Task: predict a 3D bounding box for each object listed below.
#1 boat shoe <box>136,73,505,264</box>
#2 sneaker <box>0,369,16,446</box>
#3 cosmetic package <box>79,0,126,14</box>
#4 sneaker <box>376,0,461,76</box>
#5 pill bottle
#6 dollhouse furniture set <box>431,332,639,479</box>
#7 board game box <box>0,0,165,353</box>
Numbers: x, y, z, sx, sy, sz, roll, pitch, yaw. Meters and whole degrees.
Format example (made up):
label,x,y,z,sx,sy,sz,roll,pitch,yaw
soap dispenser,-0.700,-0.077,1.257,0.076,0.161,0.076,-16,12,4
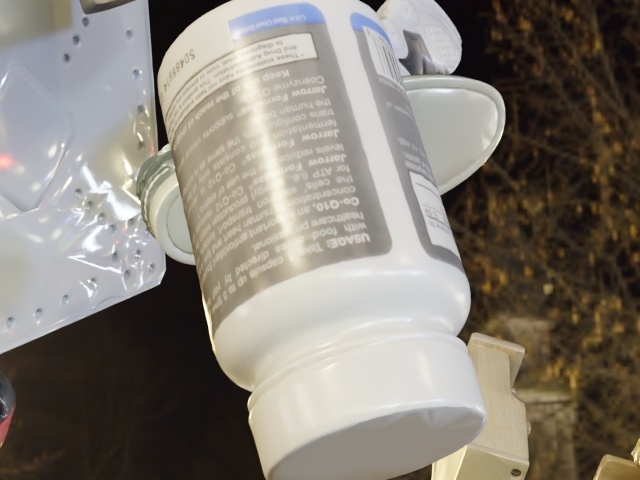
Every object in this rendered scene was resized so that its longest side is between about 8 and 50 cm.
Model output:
label,x,y,z,sx,sy,sz,roll,pitch,yaw
boat shoe,-0.001,-0.076,1.040,0.319,0.099,0.116,-20,-59,-18
sneaker,-0.241,0.153,0.549,0.097,0.276,0.135,18,-62,25
cosmetic package,-0.158,-0.306,1.081,0.151,0.184,0.151,-20,11,-11
sneaker,0.044,-0.166,1.319,0.153,0.268,0.101,-32,-79,36
pill bottle,0.000,0.000,0.381,0.078,0.137,0.078,-12,-26,-6
dollhouse furniture set,0.209,0.180,0.918,0.242,0.161,0.212,16,-67,0
board game box,-0.298,-0.097,1.202,0.050,0.390,0.390,8,18,31
